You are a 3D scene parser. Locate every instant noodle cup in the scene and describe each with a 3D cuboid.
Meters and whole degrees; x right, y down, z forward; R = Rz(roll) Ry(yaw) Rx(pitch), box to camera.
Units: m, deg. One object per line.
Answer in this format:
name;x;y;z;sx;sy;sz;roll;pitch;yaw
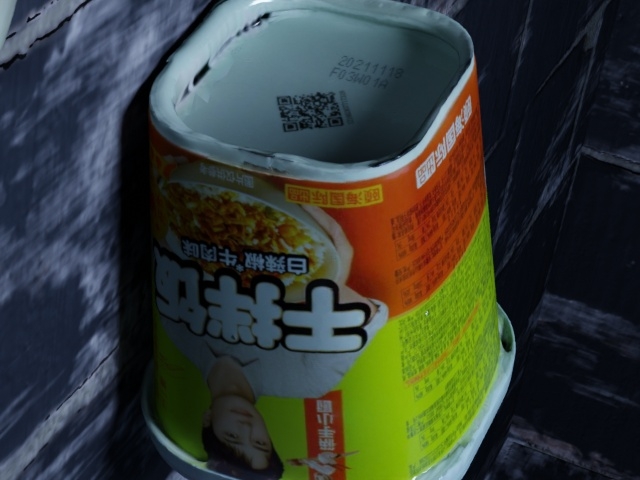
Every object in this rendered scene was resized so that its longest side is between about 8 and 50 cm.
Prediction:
instant noodle cup;0.000;0.000;1.292;0.294;0.294;0.307;-57;153;-42

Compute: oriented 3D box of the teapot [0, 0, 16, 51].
teapot;-0.207;-0.049;0.556;0.149;0.220;0.318;-71;170;-51
